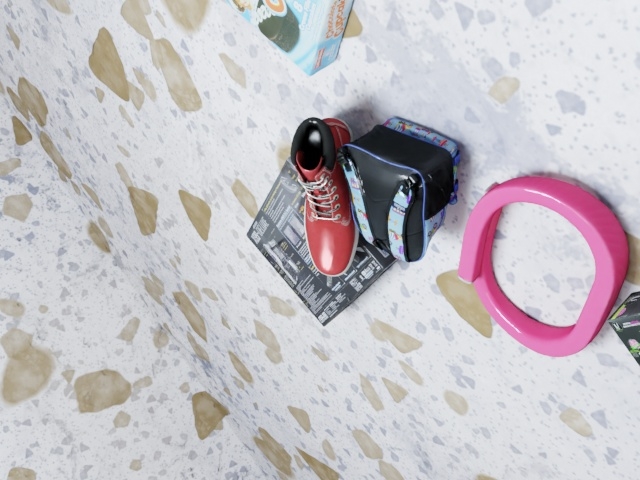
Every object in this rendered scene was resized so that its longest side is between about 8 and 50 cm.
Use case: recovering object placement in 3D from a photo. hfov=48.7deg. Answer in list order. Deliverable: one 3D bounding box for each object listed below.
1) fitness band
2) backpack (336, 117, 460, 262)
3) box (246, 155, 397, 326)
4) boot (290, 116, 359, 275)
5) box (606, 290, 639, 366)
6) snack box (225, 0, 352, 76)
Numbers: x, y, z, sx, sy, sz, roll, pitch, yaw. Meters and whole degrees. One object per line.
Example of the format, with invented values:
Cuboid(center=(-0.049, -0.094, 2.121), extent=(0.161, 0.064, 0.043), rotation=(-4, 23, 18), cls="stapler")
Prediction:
Cuboid(center=(0.286, 0.037, 0.933), extent=(0.209, 0.054, 0.291), rotation=(35, 147, 29), cls="fitness band")
Cuboid(center=(0.115, -0.063, 1.000), extent=(0.158, 0.117, 0.173), rotation=(27, 141, 37), cls="backpack")
Cuboid(center=(0.000, 0.000, 1.269), extent=(0.242, 0.076, 0.307), rotation=(49, 150, 7), cls="box")
Cuboid(center=(0.000, -0.056, 1.035), extent=(0.088, 0.176, 0.245), rotation=(1, 99, 13), cls="boot")
Cuboid(center=(0.397, 0.107, 0.840), extent=(0.083, 0.062, 0.052), rotation=(54, 152, -2), cls="box")
Cuboid(center=(-0.029, -0.391, 0.915), extent=(0.187, 0.060, 0.322), rotation=(45, 149, 15), cls="snack box")
